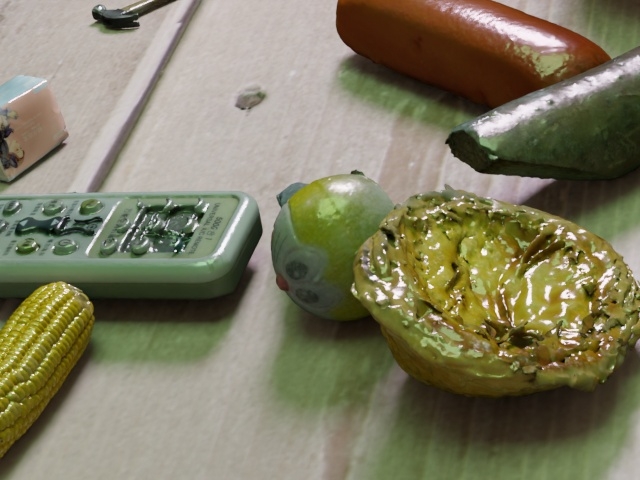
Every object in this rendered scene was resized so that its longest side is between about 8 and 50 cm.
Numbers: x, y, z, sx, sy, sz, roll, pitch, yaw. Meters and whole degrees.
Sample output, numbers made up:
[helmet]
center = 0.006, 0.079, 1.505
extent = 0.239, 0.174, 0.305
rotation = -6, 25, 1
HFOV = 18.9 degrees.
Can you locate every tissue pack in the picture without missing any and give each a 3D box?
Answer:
[tissue pack]
center = -0.302, -0.112, 1.886
extent = 0.059, 0.074, 0.094
rotation = 8, 37, 41

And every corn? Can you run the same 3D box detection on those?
[corn]
center = -0.238, 0.104, 1.521
extent = 0.067, 0.067, 0.206
rotation = 2, 34, 21

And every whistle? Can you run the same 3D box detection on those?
[whistle]
center = 0.000, 0.000, 1.581
extent = 0.123, 0.123, 0.223
rotation = -20, 19, -14

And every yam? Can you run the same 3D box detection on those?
[yam]
center = 0.238, -0.101, 1.664
extent = 0.259, 0.106, 0.106
rotation = -26, 34, -21

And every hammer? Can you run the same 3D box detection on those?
[hammer]
center = -0.166, -0.279, 2.163
extent = 0.182, 0.017, 0.062
rotation = -27, 35, -25

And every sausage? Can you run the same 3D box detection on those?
[sausage]
center = 0.140, -0.189, 1.845
extent = 0.097, 0.094, 0.348
rotation = -35, 39, -27

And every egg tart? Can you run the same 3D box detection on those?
[egg tart]
center = 0.129, 0.052, 1.458
extent = 0.232, 0.098, 0.252
rotation = 3, 33, -11

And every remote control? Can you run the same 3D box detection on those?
[remote control]
center = -0.220, 0.011, 1.667
extent = 0.335, 0.065, 0.128
rotation = 0, 31, 18
